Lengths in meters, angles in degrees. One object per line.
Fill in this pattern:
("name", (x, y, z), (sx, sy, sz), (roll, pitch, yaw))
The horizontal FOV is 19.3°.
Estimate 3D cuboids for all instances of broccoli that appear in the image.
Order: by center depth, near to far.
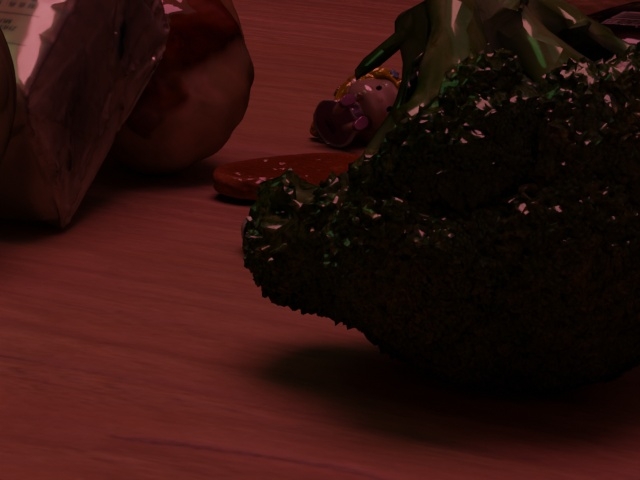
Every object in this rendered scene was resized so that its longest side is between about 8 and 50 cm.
("broccoli", (0.143, -0.037, 1.375), (0.413, 0.310, 0.321), (-18, 27, -3))

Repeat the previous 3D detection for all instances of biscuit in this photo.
("biscuit", (-0.004, -0.054, 1.968), (0.186, 0.036, 0.192), (-7, 17, -28))

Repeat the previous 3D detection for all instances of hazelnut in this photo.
("hazelnut", (-0.201, -0.199, 2.089), (0.241, 0.261, 0.261), (-10, 15, -7))

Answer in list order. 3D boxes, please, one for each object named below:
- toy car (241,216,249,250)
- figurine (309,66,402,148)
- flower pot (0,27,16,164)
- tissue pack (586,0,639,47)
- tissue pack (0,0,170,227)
("toy car", (0.000, 0.000, 1.706), (0.095, 0.056, 0.205), (-6, 17, -30))
("figurine", (0.057, -0.163, 2.336), (0.156, 0.094, 0.115), (-31, 11, -36))
("flower pot", (-0.430, -0.105, 1.582), (0.307, 0.307, 0.244), (6, 28, 13))
("tissue pack", (0.374, -0.168, 2.187), (0.210, 0.198, 0.370), (12, 16, 24))
("tissue pack", (-0.378, -0.189, 1.871), (0.380, 0.207, 0.297), (9, 53, 20))
